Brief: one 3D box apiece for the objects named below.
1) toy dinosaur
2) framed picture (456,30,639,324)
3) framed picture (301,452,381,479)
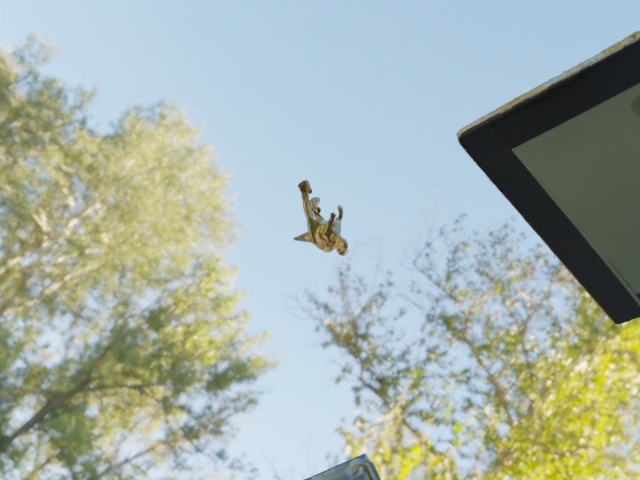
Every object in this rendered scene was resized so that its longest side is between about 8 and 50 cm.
[{"bbox_3d":[0.000,0.000,1.103,0.162,0.039,0.126,106,-32,-53],"label":"toy dinosaur"},{"bbox_3d":[0.318,-0.067,0.655,0.347,0.016,0.265,-27,-60,36],"label":"framed picture"},{"bbox_3d":[-0.031,0.324,0.734,0.209,0.281,0.019,65,-29,20],"label":"framed picture"}]
